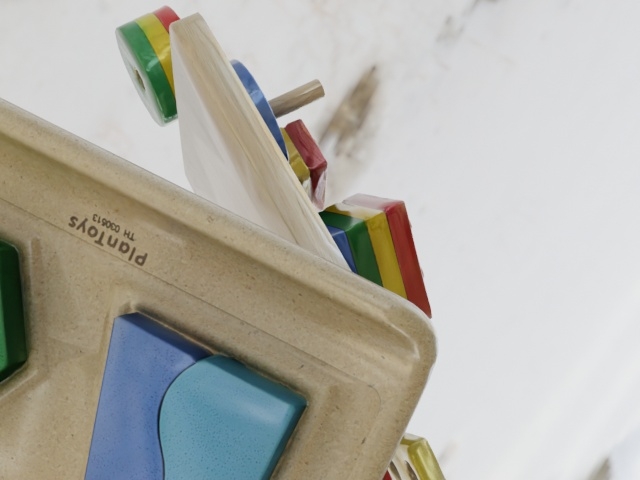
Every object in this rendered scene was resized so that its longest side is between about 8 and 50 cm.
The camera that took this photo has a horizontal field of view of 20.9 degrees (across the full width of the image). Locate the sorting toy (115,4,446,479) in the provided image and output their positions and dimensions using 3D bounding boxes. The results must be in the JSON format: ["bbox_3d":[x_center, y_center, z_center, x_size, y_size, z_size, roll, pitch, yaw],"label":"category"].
[{"bbox_3d":[0.000,0.000,0.645,0.046,0.274,0.132,-26,160,-11],"label":"sorting toy"}]

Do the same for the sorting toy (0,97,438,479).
[{"bbox_3d":[-0.143,0.059,0.549,0.229,0.307,0.041,-66,170,11],"label":"sorting toy"}]
